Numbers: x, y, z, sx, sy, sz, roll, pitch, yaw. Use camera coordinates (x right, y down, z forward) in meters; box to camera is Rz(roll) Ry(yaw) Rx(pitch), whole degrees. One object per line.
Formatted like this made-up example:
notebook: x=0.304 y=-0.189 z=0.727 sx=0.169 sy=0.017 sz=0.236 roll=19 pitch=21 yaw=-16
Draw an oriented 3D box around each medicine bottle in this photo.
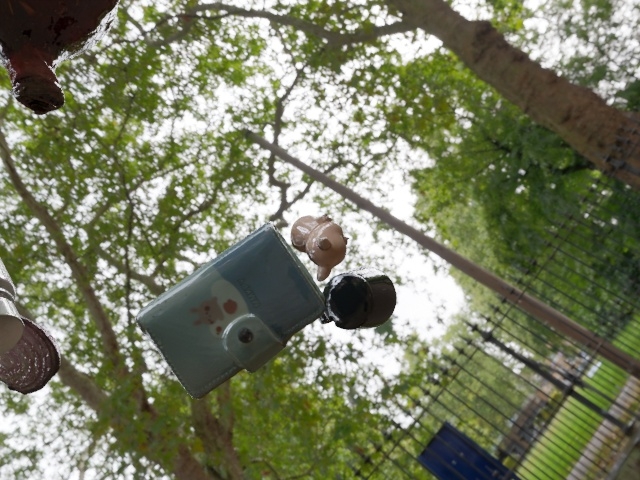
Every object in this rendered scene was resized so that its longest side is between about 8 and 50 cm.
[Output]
medicine bottle: x=-0.719 y=0.094 z=1.119 sx=0.170 sy=0.293 sz=0.170 roll=-32 pitch=-29 yaw=-21

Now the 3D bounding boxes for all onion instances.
onion: x=-0.807 y=0.273 z=1.502 sx=0.247 sy=0.250 sz=0.111 roll=-43 pitch=13 yaw=23
onion: x=-0.509 y=-0.407 z=0.966 sx=0.348 sy=0.348 sz=0.385 roll=-3 pitch=-99 yaw=-55

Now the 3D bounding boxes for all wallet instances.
wallet: x=-0.181 y=0.153 z=1.177 sx=0.360 sy=0.252 sz=0.083 roll=-36 pitch=-9 yaw=-4

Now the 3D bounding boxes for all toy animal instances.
toy animal: x=-0.006 y=0.003 z=0.942 sx=0.089 sy=0.150 sz=0.083 roll=-42 pitch=-60 yaw=-6

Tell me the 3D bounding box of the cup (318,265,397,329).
cup: x=0.082 y=0.168 z=1.469 sx=0.223 sy=0.169 sz=0.176 roll=-35 pitch=-14 yaw=22
